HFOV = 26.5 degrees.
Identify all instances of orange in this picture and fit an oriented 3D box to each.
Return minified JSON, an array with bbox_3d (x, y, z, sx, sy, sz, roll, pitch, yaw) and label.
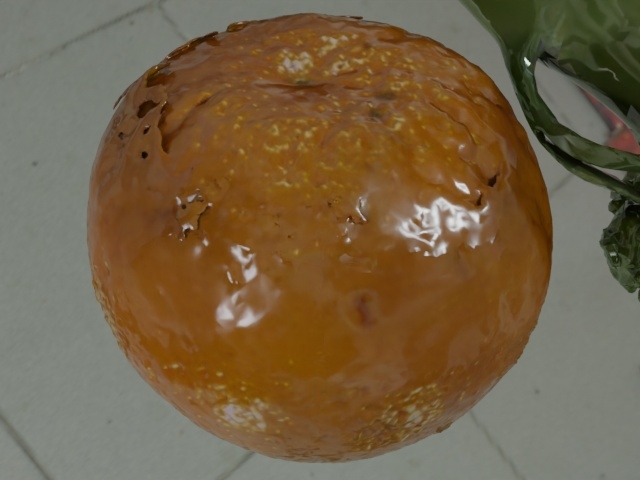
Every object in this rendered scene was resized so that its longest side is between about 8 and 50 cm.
[{"bbox_3d":[0.000,0.000,0.549,0.193,0.161,0.193,7,38,-5],"label":"orange"}]

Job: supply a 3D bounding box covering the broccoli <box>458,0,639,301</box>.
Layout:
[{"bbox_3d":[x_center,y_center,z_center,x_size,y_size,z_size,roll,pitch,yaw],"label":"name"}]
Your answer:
[{"bbox_3d":[0.194,-0.119,0.627,0.254,0.186,0.302,-41,113,-2],"label":"broccoli"}]
